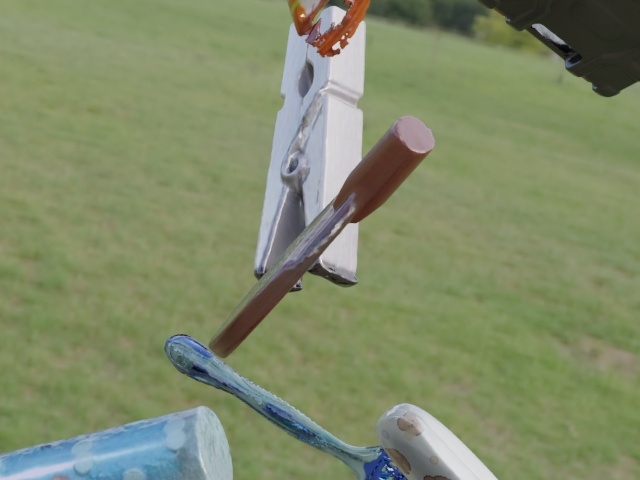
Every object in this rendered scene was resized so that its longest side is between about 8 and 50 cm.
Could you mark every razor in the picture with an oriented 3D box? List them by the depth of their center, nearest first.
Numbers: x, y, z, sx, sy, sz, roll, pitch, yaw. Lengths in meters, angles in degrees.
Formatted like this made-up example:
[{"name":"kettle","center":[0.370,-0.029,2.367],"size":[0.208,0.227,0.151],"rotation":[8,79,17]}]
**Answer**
[{"name":"razor","center":[-0.038,0.185,1.641],"size":[0.324,0.093,0.056],"rotation":[28,9,15]}]

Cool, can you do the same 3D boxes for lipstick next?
[{"name":"lipstick","center":[-0.122,0.118,0.725],"size":[0.158,0.048,0.048],"rotation":[-15,4,13]}]

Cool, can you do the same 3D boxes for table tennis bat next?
[{"name":"table tennis bat","center":[0.000,0.000,1.313],"size":[0.038,0.310,0.200],"rotation":[40,42,-2]}]

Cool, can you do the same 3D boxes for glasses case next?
[{"name":"glasses case","center":[0.114,0.207,1.329],"size":[0.164,0.063,0.041],"rotation":[46,53,-6]}]

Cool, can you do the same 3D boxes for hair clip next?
[{"name":"hair clip","center":[-0.003,-0.104,1.757],"size":[0.085,0.331,0.101],"rotation":[21,-25,-36]}]

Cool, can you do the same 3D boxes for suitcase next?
[{"name":"suitcase","center":[0.364,-0.310,1.990],"size":[0.285,0.066,0.206],"rotation":[31,-41,-32]}]

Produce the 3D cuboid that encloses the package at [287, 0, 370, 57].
[{"name":"package","center":[0.033,-0.271,0.813],"size":[0.223,0.288,0.108],"rotation":[-26,4,-3]}]
